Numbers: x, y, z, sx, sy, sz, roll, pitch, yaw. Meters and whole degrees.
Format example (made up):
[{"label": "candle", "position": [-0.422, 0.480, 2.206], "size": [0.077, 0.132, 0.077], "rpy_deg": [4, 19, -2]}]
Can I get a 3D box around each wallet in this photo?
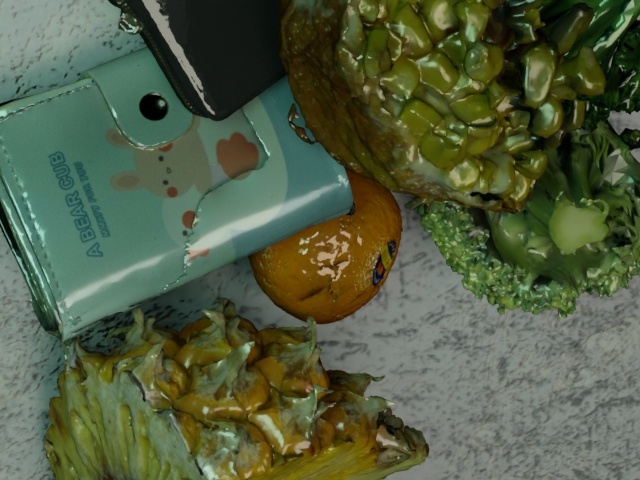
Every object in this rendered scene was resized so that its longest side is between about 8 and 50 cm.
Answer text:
[{"label": "wallet", "position": [-0.037, -0.201, 1.327], "size": [0.250, 0.044, 0.149], "rpy_deg": [-41, 113, -21]}, {"label": "wallet", "position": [-0.117, -0.053, 1.349], "size": [0.250, 0.075, 0.176], "rpy_deg": [-24, 89, -19]}]

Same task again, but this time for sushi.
[{"label": "sushi", "position": [0.073, -0.138, 1.275], "size": [0.167, 0.179, 0.296], "rpy_deg": [-30, 108, -29]}]

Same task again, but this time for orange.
[{"label": "orange", "position": [0.000, -0.002, 1.472], "size": [0.135, 0.117, 0.135], "rpy_deg": [22, 90, -79]}]

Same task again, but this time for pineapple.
[{"label": "pineapple", "position": [-0.067, 0.129, 1.478], "size": [0.286, 0.209, 0.344], "rpy_deg": [-17, 163, -32]}]

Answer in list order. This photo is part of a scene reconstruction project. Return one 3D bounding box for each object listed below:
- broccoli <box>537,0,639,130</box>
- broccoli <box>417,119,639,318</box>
[{"label": "broccoli", "position": [0.228, -0.220, 1.365], "size": [0.297, 0.297, 0.297], "rpy_deg": [-3, 99, -23]}, {"label": "broccoli", "position": [0.175, -0.046, 1.514], "size": [0.198, 0.176, 0.226], "rpy_deg": [-40, 145, -10]}]
